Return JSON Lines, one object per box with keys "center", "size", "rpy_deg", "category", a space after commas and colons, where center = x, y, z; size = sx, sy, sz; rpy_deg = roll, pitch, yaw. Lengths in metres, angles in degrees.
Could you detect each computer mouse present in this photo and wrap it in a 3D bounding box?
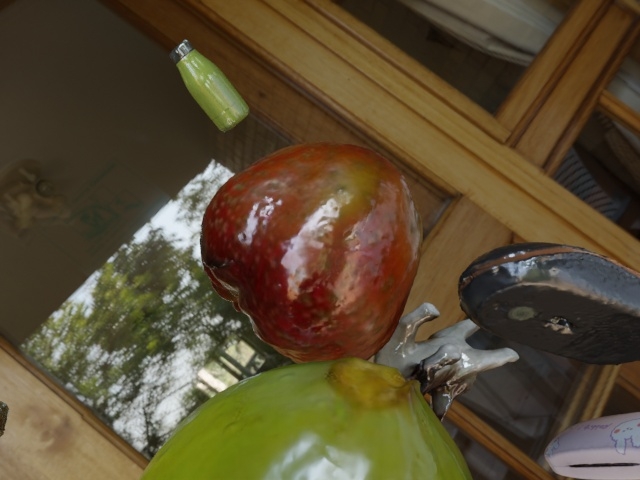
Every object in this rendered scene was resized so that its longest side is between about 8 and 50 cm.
{"center": [0.356, 0.084, 0.718], "size": [0.183, 0.323, 0.116], "rpy_deg": [123, 163, -52], "category": "computer mouse"}

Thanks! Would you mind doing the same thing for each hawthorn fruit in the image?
{"center": [0.000, 0.000, 0.855], "size": [0.403, 0.402, 0.403], "rpy_deg": [-52, -4, -6], "category": "hawthorn fruit"}

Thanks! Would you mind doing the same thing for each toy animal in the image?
{"center": [0.258, 0.311, 1.177], "size": [0.344, 0.194, 0.303], "rpy_deg": [18, -60, -39], "category": "toy animal"}

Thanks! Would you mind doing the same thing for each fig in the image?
{"center": [-0.015, 0.265, 0.429], "size": [0.343, 0.343, 0.343], "rpy_deg": [-52, -4, -6], "category": "fig"}

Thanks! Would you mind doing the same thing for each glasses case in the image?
{"center": [0.490, 0.335, 0.803], "size": [0.113, 0.075, 0.297], "rpy_deg": [-25, -16, -27], "category": "glasses case"}

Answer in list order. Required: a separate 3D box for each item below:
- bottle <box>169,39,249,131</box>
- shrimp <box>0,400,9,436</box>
{"center": [-0.322, -0.445, 1.411], "size": [0.112, 0.260, 0.112], "rpy_deg": [-32, 23, 16], "category": "bottle"}
{"center": [-0.582, 0.347, 0.840], "size": [0.236, 0.053, 0.133], "rpy_deg": [-21, 46, 60], "category": "shrimp"}
